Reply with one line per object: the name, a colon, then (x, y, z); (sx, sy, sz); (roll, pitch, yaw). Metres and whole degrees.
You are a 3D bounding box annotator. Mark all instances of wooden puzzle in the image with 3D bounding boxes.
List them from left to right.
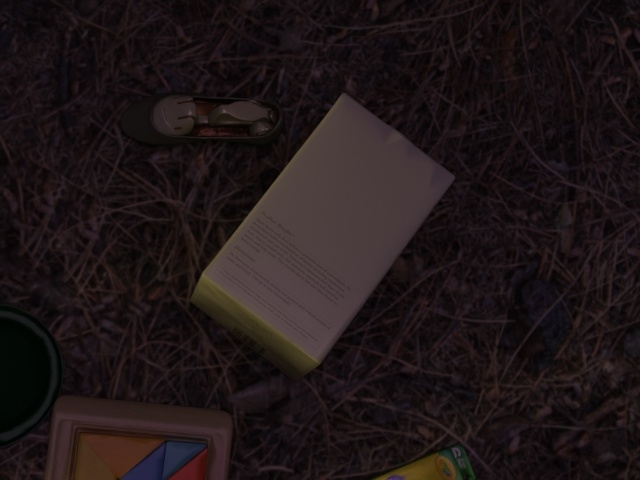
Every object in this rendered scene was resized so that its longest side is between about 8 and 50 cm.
wooden puzzle: (-0.223, 0.312, 1.492); (0.220, 0.044, 0.239); (7, 76, -10)

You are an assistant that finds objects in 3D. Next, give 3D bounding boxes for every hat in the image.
hat: (-0.395, 0.154, 1.420); (0.208, 0.183, 0.173); (-40, 88, -17)

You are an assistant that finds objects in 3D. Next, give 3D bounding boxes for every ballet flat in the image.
ballet flat: (-0.150, -0.162, 1.604); (0.213, 0.068, 0.072); (1, 77, -11)

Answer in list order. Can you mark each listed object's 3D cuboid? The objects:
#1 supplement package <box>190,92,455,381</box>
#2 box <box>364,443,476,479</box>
supplement package: (0.000, 0.000, 1.541); (0.177, 0.175, 0.293); (38, 73, 0)
box: (0.121, 0.332, 1.561); (0.179, 0.043, 0.105); (-20, 82, -17)
